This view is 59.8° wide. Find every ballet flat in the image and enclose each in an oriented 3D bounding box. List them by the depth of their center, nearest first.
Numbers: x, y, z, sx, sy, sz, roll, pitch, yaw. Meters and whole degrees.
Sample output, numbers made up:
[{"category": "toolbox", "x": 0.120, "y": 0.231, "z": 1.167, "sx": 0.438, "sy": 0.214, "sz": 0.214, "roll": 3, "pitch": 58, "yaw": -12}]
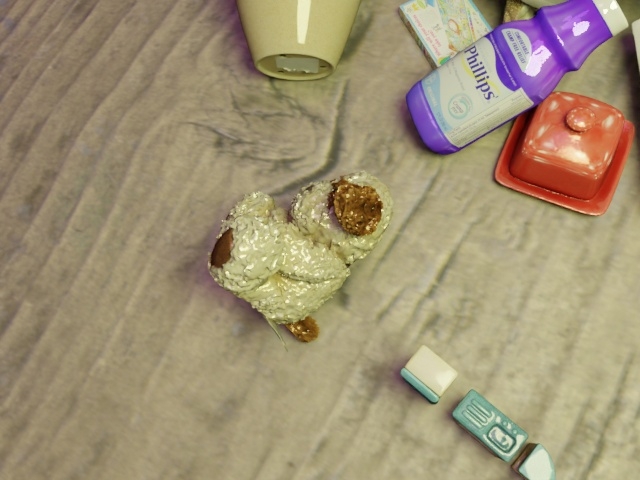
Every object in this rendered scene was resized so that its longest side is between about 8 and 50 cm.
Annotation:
[{"category": "ballet flat", "x": 0.298, "y": -0.288, "z": 0.821, "sx": 0.073, "sy": 0.067, "sz": 0.206, "roll": 14, "pitch": 81, "yaw": -31}]

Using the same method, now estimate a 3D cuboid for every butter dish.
[{"category": "butter dish", "x": 0.338, "y": -0.138, "z": 0.751, "sx": 0.160, "sy": 0.118, "sz": 0.160, "roll": 22, "pitch": 77, "yaw": 18}]

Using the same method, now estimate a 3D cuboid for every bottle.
[{"category": "bottle", "x": 0.255, "y": -0.228, "z": 0.749, "sx": 0.283, "sy": 0.092, "sz": 0.118, "roll": -29, "pitch": 68, "yaw": 32}]

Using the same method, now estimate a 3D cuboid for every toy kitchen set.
[{"category": "toy kitchen set", "x": 0.151, "y": 0.257, "z": 0.650, "sx": 0.207, "sy": 0.122, "sz": 0.166, "roll": 38, "pitch": 82, "yaw": 20}]

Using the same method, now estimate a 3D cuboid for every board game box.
[{"category": "board game box", "x": 0.207, "y": -0.337, "z": 0.892, "sx": 0.103, "sy": 0.026, "sz": 0.154, "roll": -25, "pitch": 69, "yaw": 2}]

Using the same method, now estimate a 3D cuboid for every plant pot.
[{"category": "plant pot", "x": -0.034, "y": -0.402, "z": 0.862, "sx": 0.257, "sy": 0.256, "sz": 0.274, "roll": 2, "pitch": 87, "yaw": 11}]

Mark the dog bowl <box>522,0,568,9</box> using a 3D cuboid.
[{"category": "dog bowl", "x": 0.385, "y": -0.490, "z": 0.772, "sx": 0.349, "sy": 0.102, "sz": 0.348, "roll": -1, "pitch": 77, "yaw": 3}]

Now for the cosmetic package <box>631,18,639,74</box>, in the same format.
[{"category": "cosmetic package", "x": 0.580, "y": -0.202, "z": 0.627, "sx": 0.377, "sy": 0.097, "sz": 0.284, "roll": -18, "pitch": 61, "yaw": 48}]

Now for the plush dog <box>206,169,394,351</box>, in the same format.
[{"category": "plush dog", "x": 0.000, "y": 0.000, "z": 0.736, "sx": 0.225, "sy": 0.262, "sz": 0.210, "roll": -39, "pitch": 102, "yaw": 6}]
